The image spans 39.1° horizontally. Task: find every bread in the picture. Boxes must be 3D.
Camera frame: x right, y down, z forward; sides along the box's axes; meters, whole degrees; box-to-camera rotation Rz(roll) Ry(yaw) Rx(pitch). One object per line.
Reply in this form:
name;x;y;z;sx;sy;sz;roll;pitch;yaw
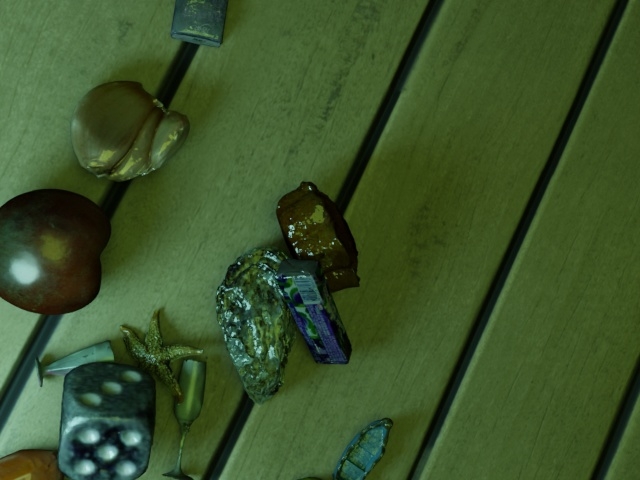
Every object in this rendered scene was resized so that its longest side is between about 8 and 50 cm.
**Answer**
bread;0.000;-0.004;1.926;0.135;0.232;0.247;-24;102;-6

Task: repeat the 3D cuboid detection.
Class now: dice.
dice;-0.422;0.360;1.783;0.183;0.182;0.182;7;116;-16

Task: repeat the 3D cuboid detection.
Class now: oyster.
oyster;-0.133;0.187;1.932;0.162;0.158;0.351;2;96;26

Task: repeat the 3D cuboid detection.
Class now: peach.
peach;-0.536;0.021;1.766;0.252;0.252;0.253;1;88;-16

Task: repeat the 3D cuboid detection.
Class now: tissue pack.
tissue pack;-0.259;-0.507;1.955;0.112;0.051;0.156;9;86;-13

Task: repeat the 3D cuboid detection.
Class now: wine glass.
wine glass;-0.283;0.373;1.911;0.074;0.074;0.262;9;84;-15
wine glass;-0.501;0.256;1.850;0.155;0.073;0.073;-12;92;-14

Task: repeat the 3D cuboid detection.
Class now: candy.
candy;-0.010;0.152;1.895;0.088;0.312;0.061;0;48;19

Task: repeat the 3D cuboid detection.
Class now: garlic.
garlic;-0.414;-0.218;1.875;0.217;0.110;0.228;40;67;1

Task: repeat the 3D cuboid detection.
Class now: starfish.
starfish;-0.330;0.245;1.890;0.175;0.053;0.208;-16;84;1

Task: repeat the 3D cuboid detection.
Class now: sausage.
sausage;-0.630;0.494;1.775;0.258;0.133;0.133;-20;94;-16

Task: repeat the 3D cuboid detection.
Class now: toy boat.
toy boat;0.101;0.474;2.010;0.075;0.077;0.185;38;79;-11

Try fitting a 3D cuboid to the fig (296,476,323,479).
fig;-0.023;0.553;1.978;0.088;0.074;0.074;25;81;8
